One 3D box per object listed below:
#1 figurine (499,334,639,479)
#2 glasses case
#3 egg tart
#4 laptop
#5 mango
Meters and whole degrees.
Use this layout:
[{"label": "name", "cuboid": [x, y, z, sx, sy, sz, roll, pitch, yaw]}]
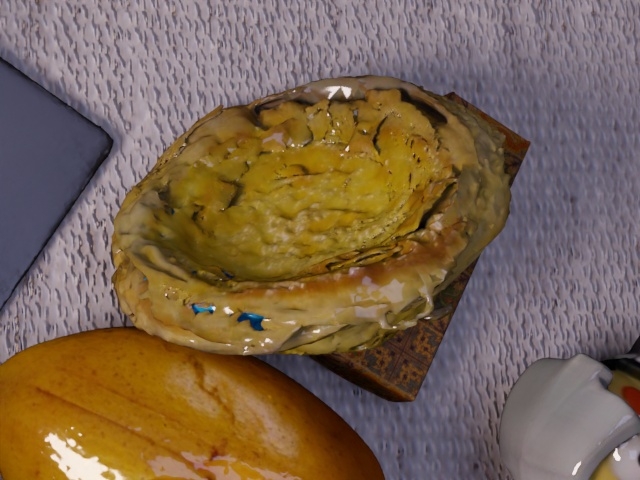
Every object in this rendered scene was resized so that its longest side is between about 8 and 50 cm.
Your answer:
[{"label": "figurine", "cuboid": [0.239, 0.141, 1.052, 0.236, 0.133, 0.176, -24, 108, -27]}, {"label": "glasses case", "cuboid": [0.072, 0.005, 1.058, 0.075, 0.049, 0.218, 31, 72, -16]}, {"label": "egg tart", "cuboid": [0.000, 0.000, 0.954, 0.291, 0.291, 0.107, -32, 129, -22]}, {"label": "laptop", "cuboid": [-0.243, -0.028, 0.972, 0.135, 0.016, 0.197, 36, 72, -11]}, {"label": "mango", "cuboid": [-0.090, 0.146, 0.932, 0.257, 0.138, 0.187, 43, 84, -4]}]
